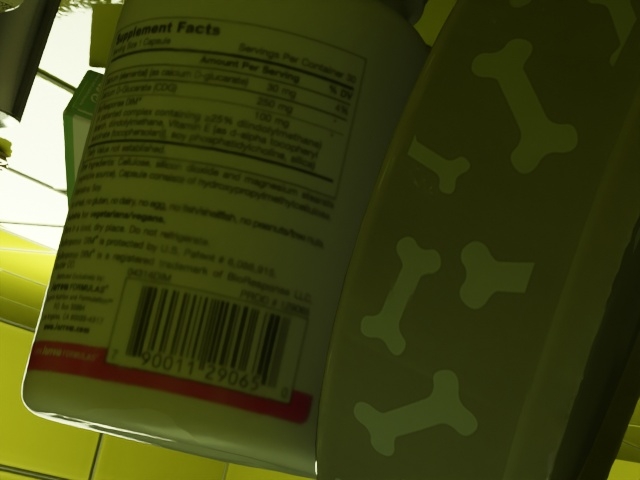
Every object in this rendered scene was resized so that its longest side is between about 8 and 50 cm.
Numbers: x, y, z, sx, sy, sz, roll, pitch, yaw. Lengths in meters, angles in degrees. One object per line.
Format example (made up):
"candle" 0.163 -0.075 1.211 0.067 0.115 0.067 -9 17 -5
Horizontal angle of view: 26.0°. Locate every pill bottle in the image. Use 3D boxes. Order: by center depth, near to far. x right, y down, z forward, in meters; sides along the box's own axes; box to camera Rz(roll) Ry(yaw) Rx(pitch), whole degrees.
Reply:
"pill bottle" -0.034 -0.037 0.676 0.160 0.283 0.160 13 168 3

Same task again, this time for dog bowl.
"dog bowl" 0.107 0.006 0.636 0.102 0.348 0.349 19 171 18

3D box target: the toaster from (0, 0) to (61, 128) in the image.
"toaster" -0.264 -0.143 0.859 0.168 0.110 0.186 21 166 -39

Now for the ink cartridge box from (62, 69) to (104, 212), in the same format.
"ink cartridge box" -0.094 -0.030 1.130 0.235 0.056 0.171 21 147 4

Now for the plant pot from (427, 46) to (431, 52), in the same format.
"plant pot" 0.020 -0.074 0.916 0.134 0.095 0.134 13 169 3

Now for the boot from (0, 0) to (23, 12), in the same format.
"boot" -0.211 -0.185 0.647 0.203 0.095 0.262 13 160 -32

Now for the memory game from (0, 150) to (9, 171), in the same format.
"memory game" -0.417 -0.105 1.456 0.186 0.012 0.186 13 168 3
